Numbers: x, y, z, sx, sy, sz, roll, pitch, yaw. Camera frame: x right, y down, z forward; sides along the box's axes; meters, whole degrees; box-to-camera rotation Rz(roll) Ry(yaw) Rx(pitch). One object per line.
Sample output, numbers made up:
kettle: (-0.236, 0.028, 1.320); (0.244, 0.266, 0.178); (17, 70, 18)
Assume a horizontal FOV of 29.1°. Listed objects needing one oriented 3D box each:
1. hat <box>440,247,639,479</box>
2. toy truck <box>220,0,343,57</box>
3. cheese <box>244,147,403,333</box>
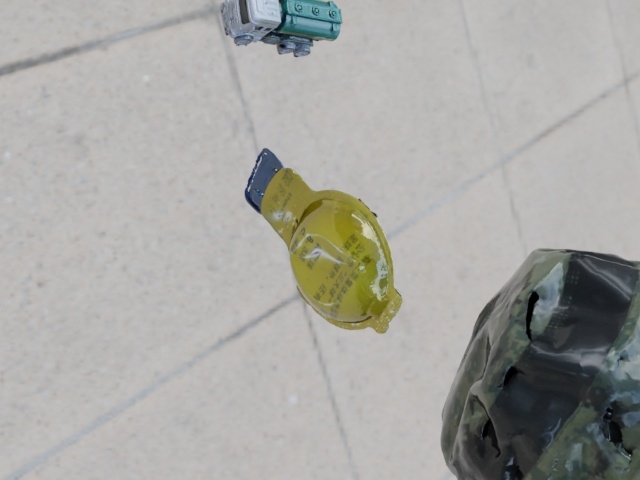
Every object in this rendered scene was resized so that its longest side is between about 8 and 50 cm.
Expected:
hat: (0.126, 0.075, 0.566); (0.128, 0.265, 0.265); (33, 46, 3)
toy truck: (-0.027, -0.161, 0.892); (0.083, 0.044, 0.039); (3, 75, -38)
cheese: (0.000, 0.000, 1.470); (0.069, 0.177, 0.270); (-20, 56, -43)
